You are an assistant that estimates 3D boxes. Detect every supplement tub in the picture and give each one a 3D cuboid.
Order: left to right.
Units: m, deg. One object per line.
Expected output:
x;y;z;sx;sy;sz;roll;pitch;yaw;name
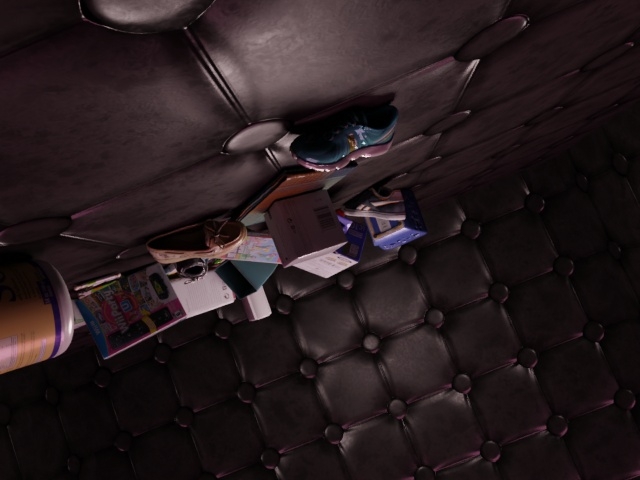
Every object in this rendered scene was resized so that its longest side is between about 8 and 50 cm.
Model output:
-0.747;0.182;1.068;0.241;0.241;0.331;-27;171;39;supplement tub

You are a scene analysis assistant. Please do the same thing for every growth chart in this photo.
-0.765;0.155;1.723;0.171;0.021;0.237;-19;173;-28;growth chart

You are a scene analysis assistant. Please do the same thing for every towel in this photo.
-0.092;-0.138;1.484;0.271;0.040;0.370;-16;170;-38;towel

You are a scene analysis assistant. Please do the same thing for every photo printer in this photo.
-0.362;0.259;2.562;0.107;0.308;0.256;-18;175;-18;photo printer

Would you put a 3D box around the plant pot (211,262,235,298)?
-0.499;0.221;2.384;0.201;0.180;0.201;-22;172;-3;plant pot

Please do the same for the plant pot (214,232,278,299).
-0.274;0.088;2.016;0.234;0.165;0.165;-47;-169;-36;plant pot

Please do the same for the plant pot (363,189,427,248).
0.334;-0.099;2.322;0.235;0.236;0.212;-25;167;28;plant pot

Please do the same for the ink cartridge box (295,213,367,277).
-0.007;0.000;1.827;0.269;0.151;0.395;22;162;-13;ink cartridge box

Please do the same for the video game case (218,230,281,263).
-0.234;0.022;1.687;0.284;0.025;0.204;5;154;-14;video game case

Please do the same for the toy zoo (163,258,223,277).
-0.500;0.089;1.980;0.293;0.030;0.192;-17;172;-32;toy zoo

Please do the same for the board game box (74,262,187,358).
-0.657;0.244;1.736;0.303;0.224;0.097;-28;178;-20;board game box

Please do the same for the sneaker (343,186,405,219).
0.220;-0.157;2.017;0.126;0.128;0.321;-9;-169;-39;sneaker

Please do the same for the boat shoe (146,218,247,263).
-0.355;0.001;1.436;0.285;0.105;0.089;-17;165;-7;boat shoe

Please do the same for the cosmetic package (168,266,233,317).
-0.614;0.236;2.016;0.453;0.162;0.230;-17;-171;-37;cosmetic package

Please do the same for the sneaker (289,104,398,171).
0.054;-0.233;1.066;0.275;0.107;0.110;-24;155;-28;sneaker

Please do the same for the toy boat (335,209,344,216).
0.000;0.000;2.145;0.318;0.267;0.148;-56;-173;-33;toy boat

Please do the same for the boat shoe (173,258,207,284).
-0.453;0.095;1.754;0.113;0.105;0.306;-22;168;-19;boat shoe

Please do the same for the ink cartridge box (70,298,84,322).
-0.975;0.295;1.847;0.212;0.093;0.154;-24;172;4;ink cartridge box

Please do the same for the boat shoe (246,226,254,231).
-0.297;0.001;1.804;0.081;0.068;0.227;-52;-168;-31;boat shoe

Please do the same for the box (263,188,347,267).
-0.046;-0.036;1.482;0.181;0.181;0.119;-18;170;-28;box
